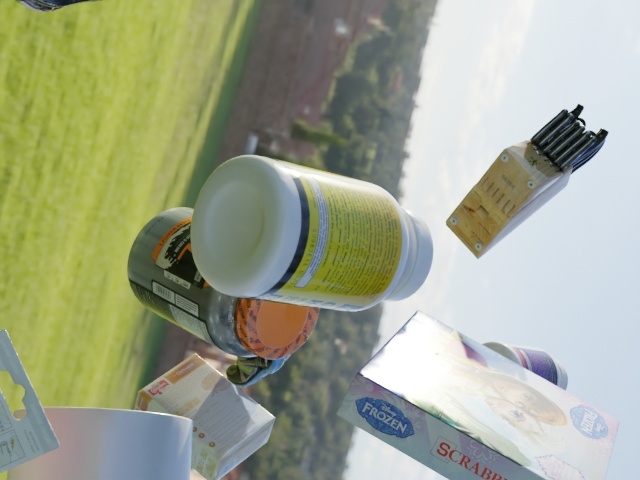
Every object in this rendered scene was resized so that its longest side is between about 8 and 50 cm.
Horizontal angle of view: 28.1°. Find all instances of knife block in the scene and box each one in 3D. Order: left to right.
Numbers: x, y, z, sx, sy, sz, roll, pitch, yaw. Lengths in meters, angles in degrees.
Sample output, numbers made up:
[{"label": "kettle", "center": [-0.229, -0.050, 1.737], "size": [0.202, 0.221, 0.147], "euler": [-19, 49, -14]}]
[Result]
[{"label": "knife block", "center": [0.372, -0.109, 2.216], "size": [0.242, 0.088, 0.275], "euler": [-20, 153, -48]}]

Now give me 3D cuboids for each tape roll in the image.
[{"label": "tape roll", "center": [-0.297, 0.320, 1.713], "size": [0.246, 0.246, 0.169], "euler": [103, -11, -76]}]

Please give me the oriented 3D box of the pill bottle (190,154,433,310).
[{"label": "pill bottle", "center": [0.000, 0.000, 1.758], "size": [0.334, 0.188, 0.187], "euler": [11, 95, -46]}]

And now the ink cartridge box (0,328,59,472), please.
[{"label": "ink cartridge box", "center": [-0.454, 0.232, 1.529], "size": [0.189, 0.232, 0.066], "euler": [57, -26, 28]}]

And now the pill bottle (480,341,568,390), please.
[{"label": "pill bottle", "center": [0.334, 0.229, 2.138], "size": [0.193, 0.108, 0.108], "euler": [12, 92, -50]}]

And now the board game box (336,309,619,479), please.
[{"label": "board game box", "center": [0.212, 0.225, 1.616], "size": [0.066, 0.318, 0.319], "euler": [-64, 170, 18]}]

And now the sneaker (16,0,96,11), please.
[{"label": "sneaker", "center": [-0.205, -0.302, 1.366], "size": [0.281, 0.163, 0.106], "euler": [-37, 129, -66]}]

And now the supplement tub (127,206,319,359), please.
[{"label": "supplement tub", "center": [-0.158, 0.073, 2.098], "size": [0.194, 0.316, 0.193], "euler": [-18, 118, -38]}]

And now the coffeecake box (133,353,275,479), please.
[{"label": "coffeecake box", "center": [-0.194, 0.292, 2.113], "size": [0.142, 0.185, 0.068], "euler": [-33, 152, -44]}]

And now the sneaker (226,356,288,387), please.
[{"label": "sneaker", "center": [-0.116, 0.202, 2.220], "size": [0.067, 0.078, 0.188], "euler": [-44, -176, -33]}]
